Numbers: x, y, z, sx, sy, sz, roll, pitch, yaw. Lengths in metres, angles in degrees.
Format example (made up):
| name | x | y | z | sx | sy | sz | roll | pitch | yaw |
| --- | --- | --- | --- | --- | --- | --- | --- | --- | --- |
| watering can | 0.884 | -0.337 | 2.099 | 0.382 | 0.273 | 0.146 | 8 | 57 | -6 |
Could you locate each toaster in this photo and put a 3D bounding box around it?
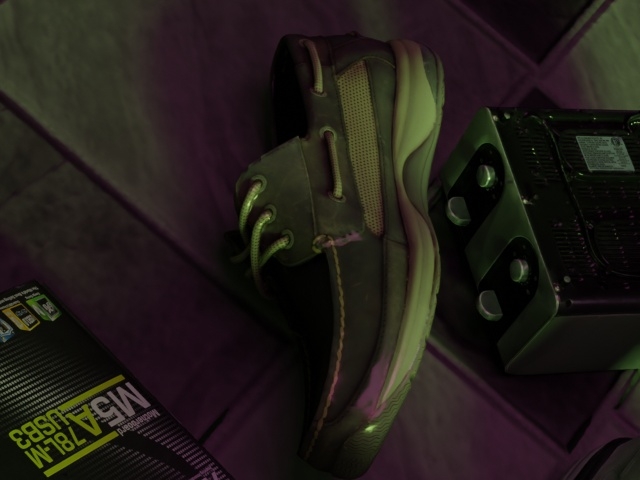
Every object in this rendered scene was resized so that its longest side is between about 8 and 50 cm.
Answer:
| name | x | y | z | sx | sy | sz | roll | pitch | yaw |
| --- | --- | --- | --- | --- | --- | --- | --- | --- | --- |
| toaster | 0.188 | -0.005 | 1.313 | 0.185 | 0.110 | 0.168 | -2 | 60 | -28 |

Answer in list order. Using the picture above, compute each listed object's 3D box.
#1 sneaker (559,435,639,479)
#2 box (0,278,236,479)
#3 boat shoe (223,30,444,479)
| name | x | y | z | sx | sy | sz | roll | pitch | yaw |
| --- | --- | --- | --- | --- | --- | --- | --- | --- | --- |
| sneaker | 0.209 | 0.242 | 1.088 | 0.137 | 0.210 | 0.366 | 23 | 51 | -12 |
| box | -0.156 | 0.117 | 1.043 | 0.184 | 0.045 | 0.190 | 43 | 27 | 12 |
| boat shoe | 0.000 | 0.000 | 1.216 | 0.130 | 0.132 | 0.355 | 13 | 44 | -8 |
